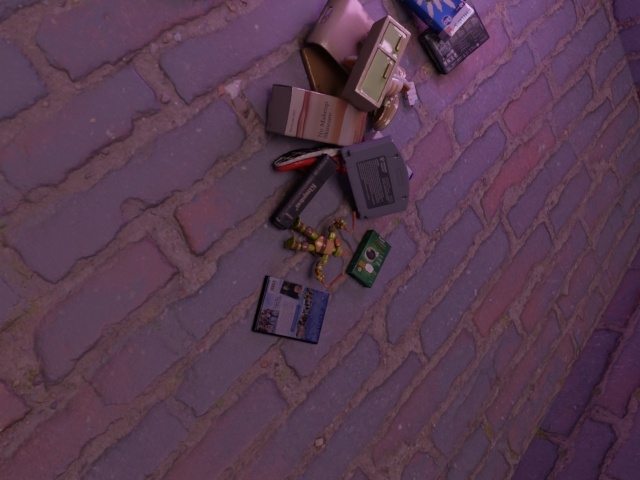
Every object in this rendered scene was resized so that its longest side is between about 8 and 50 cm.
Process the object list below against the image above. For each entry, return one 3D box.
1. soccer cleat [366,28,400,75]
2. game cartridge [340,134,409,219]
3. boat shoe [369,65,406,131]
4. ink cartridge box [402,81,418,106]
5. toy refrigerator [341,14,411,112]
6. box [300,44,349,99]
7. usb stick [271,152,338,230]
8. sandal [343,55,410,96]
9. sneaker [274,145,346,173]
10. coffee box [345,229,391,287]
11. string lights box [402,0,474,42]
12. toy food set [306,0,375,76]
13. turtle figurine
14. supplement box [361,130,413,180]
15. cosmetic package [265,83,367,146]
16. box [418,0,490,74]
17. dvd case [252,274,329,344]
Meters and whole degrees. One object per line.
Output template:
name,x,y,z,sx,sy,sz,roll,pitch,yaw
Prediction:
soccer cleat,0.213,-0.632,1.716,0.076,0.068,0.196,-26,122,-2
game cartridge,0.196,-0.208,1.698,0.198,0.062,0.297,-16,131,4
boat shoe,0.227,-0.520,1.818,0.089,0.104,0.285,29,64,-28
ink cartridge box,0.340,-0.560,1.934,0.048,0.028,0.083,-23,104,-33
toy refrigerator,0.175,-0.545,1.567,0.102,0.094,0.270,28,80,-26
box,0.028,-0.562,1.714,0.164,0.021,0.201,-27,105,-34
usb stick,-0.049,-0.153,1.590,0.278,0.045,0.077,-51,140,2
sandal,0.179,-0.528,1.681,0.265,0.102,0.076,15,88,-30
sneaker,-0.018,-0.239,1.641,0.279,0.107,0.118,-13,109,-32
coffee box,0.175,0.066,1.817,0.113,0.040,0.184,39,70,-30
string lights box,0.427,-0.884,1.885,0.259,0.077,0.133,42,91,-5
toy food set,0.103,-0.657,1.720,0.306,0.092,0.220,36,74,-35
turtle figurine,0.000,0.000,1.663,0.217,0.087,0.270,24,86,-27
supplement box,0.210,-0.267,1.794,0.220,0.114,0.111,45,67,-29
cosmetic package,-0.009,-0.391,1.608,0.296,0.129,0.153,1,107,-35
box,0.528,-0.802,1.991,0.232,0.059,0.183,-41,117,1
dvd case,-0.091,0.229,1.640,0.253,0.022,0.180,20,80,-34
